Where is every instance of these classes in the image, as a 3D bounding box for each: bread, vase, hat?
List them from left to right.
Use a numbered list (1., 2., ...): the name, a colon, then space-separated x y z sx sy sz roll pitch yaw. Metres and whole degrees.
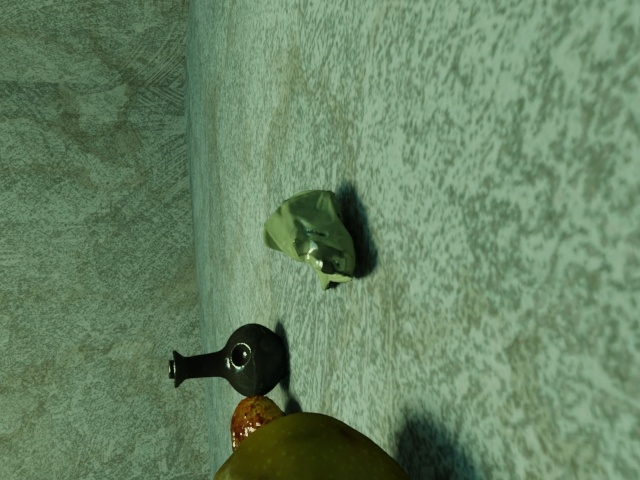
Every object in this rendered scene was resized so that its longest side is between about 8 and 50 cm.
1. vase: -0.152 0.199 0.854 0.120 0.182 0.120 177 90 -73
2. bread: -0.065 0.330 0.751 0.269 0.095 0.139 -123 28 -49
3. hat: -0.003 0.005 0.582 0.122 0.081 0.166 40 163 13

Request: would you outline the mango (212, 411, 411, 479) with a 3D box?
1. mango: 0.030 0.284 0.374 0.329 0.175 0.176 59 -172 19
